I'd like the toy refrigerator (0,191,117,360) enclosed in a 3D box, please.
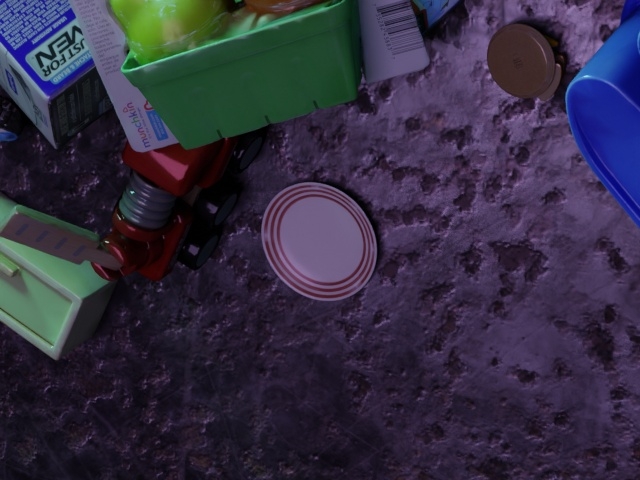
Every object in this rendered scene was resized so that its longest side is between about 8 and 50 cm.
[{"bbox_3d":[-0.390,0.021,1.876,0.269,0.094,0.102,35,121,11],"label":"toy refrigerator"}]

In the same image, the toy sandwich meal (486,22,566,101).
[{"bbox_3d":[0.207,-0.181,1.545,0.085,0.029,0.086,17,120,31],"label":"toy sandwich meal"}]

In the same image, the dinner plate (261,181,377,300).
[{"bbox_3d":[0.000,0.000,1.723,0.141,0.017,0.141,10,114,23],"label":"dinner plate"}]

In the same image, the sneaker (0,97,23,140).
[{"bbox_3d":[-0.420,-0.129,1.862,0.162,0.063,0.073,0,127,30],"label":"sneaker"}]

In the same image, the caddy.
[{"bbox_3d":[0.392,-0.105,1.402,0.341,0.179,0.241,51,146,0],"label":"caddy"}]

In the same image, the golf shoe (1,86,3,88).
[{"bbox_3d":[-0.459,-0.240,1.804,0.272,0.105,0.120,13,108,20],"label":"golf shoe"}]

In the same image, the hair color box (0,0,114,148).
[{"bbox_3d":[-0.358,-0.276,1.670,0.339,0.110,0.185,50,167,5],"label":"hair color box"}]

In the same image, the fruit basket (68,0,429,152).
[{"bbox_3d":[-0.098,-0.285,1.501,0.327,0.165,0.353,-17,107,13],"label":"fruit basket"}]

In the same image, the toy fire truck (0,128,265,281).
[{"bbox_3d":[-0.206,-0.051,1.667,0.158,0.246,0.217,33,121,10],"label":"toy fire truck"}]

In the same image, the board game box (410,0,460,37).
[{"bbox_3d":[0.096,-0.303,1.501,0.160,0.039,0.211,51,143,0],"label":"board game box"}]
